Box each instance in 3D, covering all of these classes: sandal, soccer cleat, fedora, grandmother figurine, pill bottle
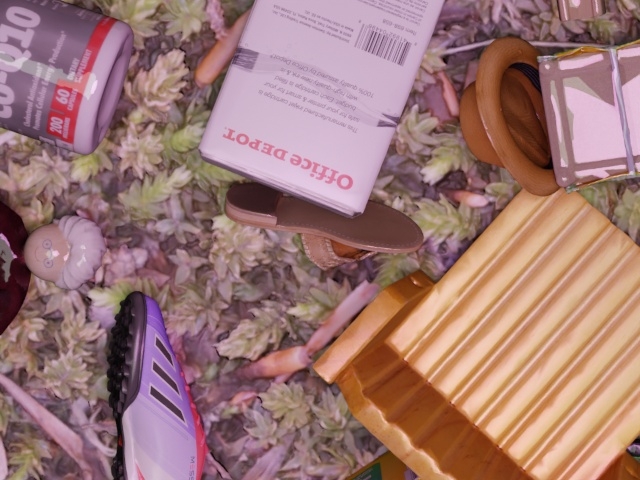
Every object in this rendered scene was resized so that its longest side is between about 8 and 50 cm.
[{"bbox_3d":[0.002,-0.004,1.608,0.240,0.088,0.079,13,129,6],"label":"sandal"},{"bbox_3d":[-0.192,0.216,1.624,0.116,0.108,0.318,-3,96,-19],"label":"soccer cleat"},{"bbox_3d":[0.219,-0.137,1.557,0.079,0.194,0.194,-13,100,43],"label":"fedora"},{"bbox_3d":[-0.422,0.028,1.595,0.342,0.104,0.207,-6,106,4],"label":"grandmother figurine"},{"bbox_3d":[-0.370,-0.214,1.528,0.283,0.161,0.161,18,97,-2],"label":"pill bottle"}]

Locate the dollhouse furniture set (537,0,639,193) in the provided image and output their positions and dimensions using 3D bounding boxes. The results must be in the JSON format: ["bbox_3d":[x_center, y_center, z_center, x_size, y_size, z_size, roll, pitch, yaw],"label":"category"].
[{"bbox_3d":[0.351,-0.225,1.541,0.198,0.151,0.301,-8,101,15],"label":"dollhouse furniture set"}]

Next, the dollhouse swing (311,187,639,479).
[{"bbox_3d":[0.245,0.128,1.485,0.347,0.315,0.305,43,103,8],"label":"dollhouse swing"}]

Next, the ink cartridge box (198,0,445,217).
[{"bbox_3d":[-0.001,-0.183,1.528,0.197,0.114,0.272,22,86,-2],"label":"ink cartridge box"}]

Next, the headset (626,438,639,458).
[{"bbox_3d":[0.450,0.391,1.635,0.394,0.185,0.243,23,94,13],"label":"headset"}]

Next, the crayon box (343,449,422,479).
[{"bbox_3d":[0.054,0.338,1.595,0.278,0.165,0.081,-35,97,5],"label":"crayon box"}]
